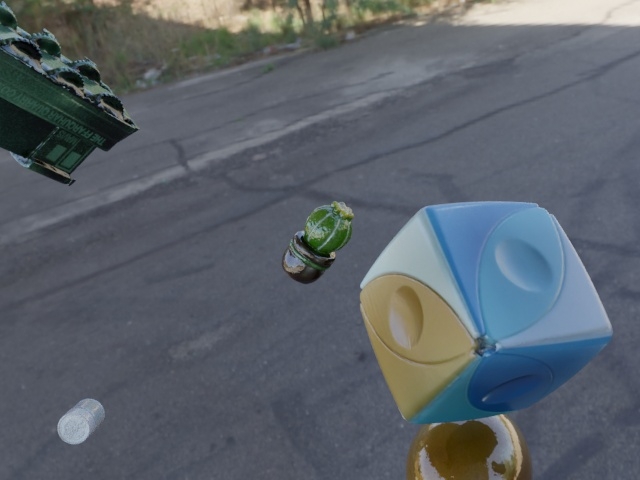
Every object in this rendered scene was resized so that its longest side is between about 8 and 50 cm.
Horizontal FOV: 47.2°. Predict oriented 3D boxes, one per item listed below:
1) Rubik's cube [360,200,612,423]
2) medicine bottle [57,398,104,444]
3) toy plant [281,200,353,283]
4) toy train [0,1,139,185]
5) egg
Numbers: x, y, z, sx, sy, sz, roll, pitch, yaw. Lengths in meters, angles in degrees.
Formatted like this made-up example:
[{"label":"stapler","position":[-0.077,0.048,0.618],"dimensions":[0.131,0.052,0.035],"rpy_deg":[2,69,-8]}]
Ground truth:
[{"label":"Rubik's cube","position":[0.320,0.147,1.496],"dimensions":[0.352,0.352,0.347],"rpy_deg":[-3,54,-25]},{"label":"medicine bottle","position":[-0.411,0.311,1.262],"dimensions":[0.057,0.057,0.089],"rpy_deg":[-13,3,0]},{"label":"toy plant","position":[0.000,0.000,1.345],"dimensions":[0.162,0.093,0.092],"rpy_deg":[-52,15,20]},{"label":"toy train","position":[-0.415,-0.199,1.028],"dimensions":[0.178,0.330,0.138],"rpy_deg":[-43,63,9]},{"label":"egg","position":[0.340,0.521,1.677],"dimensions":[0.283,0.282,0.351],"rpy_deg":[-4,30,18]}]
